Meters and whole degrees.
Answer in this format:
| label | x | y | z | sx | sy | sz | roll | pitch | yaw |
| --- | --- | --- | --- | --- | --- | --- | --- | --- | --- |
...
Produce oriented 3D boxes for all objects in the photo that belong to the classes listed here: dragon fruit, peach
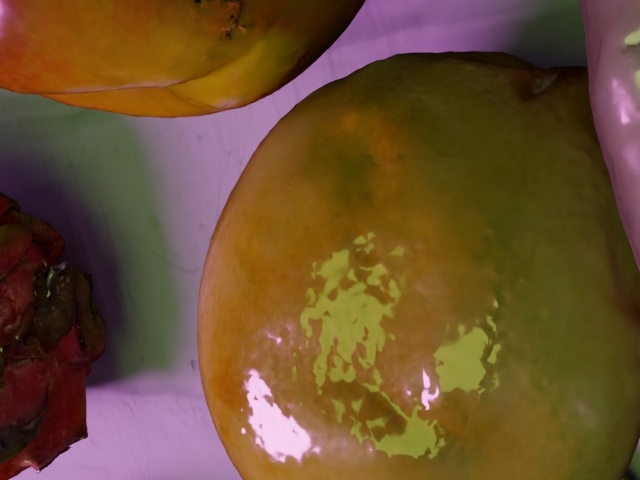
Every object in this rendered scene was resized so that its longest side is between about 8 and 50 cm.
| label | x | y | z | sx | sy | sz | roll | pitch | yaw |
| --- | --- | --- | --- | --- | --- | --- | --- | --- | --- |
| dragon fruit | -0.336 | 0.063 | 1.117 | 0.269 | 0.250 | 0.291 | 0 | 116 | 52 |
| peach | 0.076 | 0.038 | 0.816 | 0.314 | 0.281 | 0.315 | 12 | 106 | 32 |
| peach | -0.110 | -0.258 | 0.799 | 0.370 | 0.370 | 0.370 | 12 | 115 | 28 |

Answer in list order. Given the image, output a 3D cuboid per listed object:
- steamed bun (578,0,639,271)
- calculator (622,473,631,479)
| label | x | y | z | sx | sy | sz | roll | pitch | yaw |
| --- | --- | --- | --- | --- | --- | --- | --- | --- | --- |
| steamed bun | 0.309 | -0.098 | 0.638 | 0.342 | 0.255 | 0.367 | -1 | 90 | 27 |
| calculator | 0.143 | 0.184 | 0.992 | 0.236 | 0.033 | 0.157 | 38 | 123 | 11 |
